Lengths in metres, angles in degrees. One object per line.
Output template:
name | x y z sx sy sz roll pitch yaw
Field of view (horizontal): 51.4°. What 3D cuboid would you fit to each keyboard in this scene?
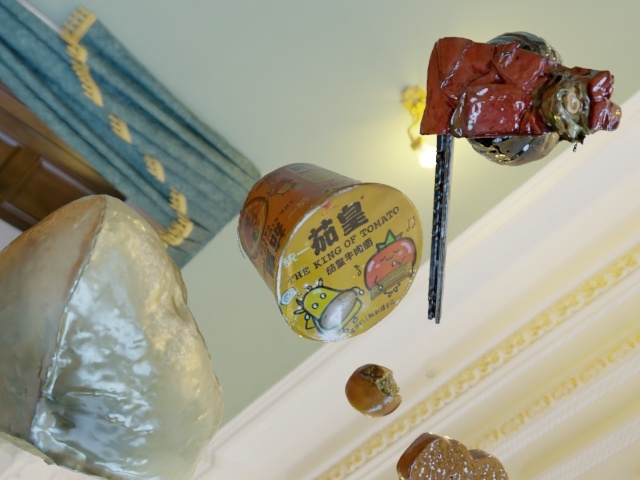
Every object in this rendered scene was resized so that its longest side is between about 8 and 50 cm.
keyboard | 0.170 -0.040 0.942 0.027 0.316 0.106 4 -155 11

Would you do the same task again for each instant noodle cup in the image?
instant noodle cup | 0.000 0.000 0.871 0.215 0.216 0.172 -52 -141 0

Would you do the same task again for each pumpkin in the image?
pumpkin | 0.279 -0.200 0.953 0.150 0.194 0.194 -38 -152 61

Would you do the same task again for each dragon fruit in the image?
dragon fruit | 0.198 -0.126 0.668 0.192 0.122 0.092 16 -103 29

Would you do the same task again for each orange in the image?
orange | 0.074 0.214 0.961 0.086 0.062 0.086 -15 -146 10

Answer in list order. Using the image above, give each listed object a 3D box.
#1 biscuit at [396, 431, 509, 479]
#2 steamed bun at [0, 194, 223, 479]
biscuit | 0.240 0.451 1.097 0.202 0.333 0.047 -43 -161 -16
steamed bun | -0.162 0.102 0.472 0.231 0.212 0.110 -41 -163 28
